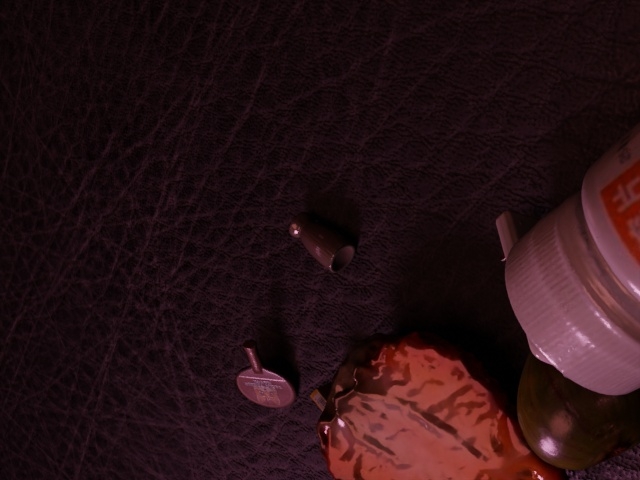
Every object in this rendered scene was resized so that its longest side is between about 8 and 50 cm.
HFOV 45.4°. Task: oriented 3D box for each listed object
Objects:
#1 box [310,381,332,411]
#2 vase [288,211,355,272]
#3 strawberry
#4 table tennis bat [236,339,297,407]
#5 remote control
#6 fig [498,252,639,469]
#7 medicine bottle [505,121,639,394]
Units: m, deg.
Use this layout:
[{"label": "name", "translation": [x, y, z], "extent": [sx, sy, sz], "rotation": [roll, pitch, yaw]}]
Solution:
[{"label": "box", "translation": [0.059, 0.280, 1.161], "extent": [0.155, 0.087, 0.023], "rotation": [49, 114, 19]}, {"label": "vase", "translation": [0.000, 0.000, 1.134], "extent": [0.100, 0.053, 0.053], "rotation": [38, 129, 32]}, {"label": "strawberry", "translation": [0.166, 0.262, 1.021], "extent": [0.336, 0.149, 0.265], "rotation": [26, 102, 21]}, {"label": "table tennis bat", "translation": [-0.087, 0.196, 1.326], "extent": [0.107, 0.119, 0.170], "rotation": [1, 133, 17]}, {"label": "remote control", "translation": [0.247, 0.052, 0.828], "extent": [0.029, 0.087, 0.190], "rotation": [-53, 32, 43]}, {"label": "fig", "translation": [0.274, 0.132, 0.889], "extent": [0.151, 0.151, 0.259], "rotation": [-56, 42, 41]}, {"label": "medicine bottle", "translation": [0.353, -0.028, 0.671], "extent": [0.211, 0.211, 0.371], "rotation": [54, 134, 14]}]
